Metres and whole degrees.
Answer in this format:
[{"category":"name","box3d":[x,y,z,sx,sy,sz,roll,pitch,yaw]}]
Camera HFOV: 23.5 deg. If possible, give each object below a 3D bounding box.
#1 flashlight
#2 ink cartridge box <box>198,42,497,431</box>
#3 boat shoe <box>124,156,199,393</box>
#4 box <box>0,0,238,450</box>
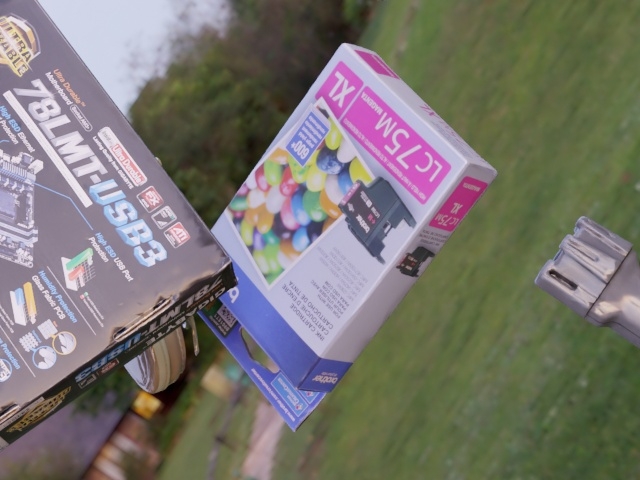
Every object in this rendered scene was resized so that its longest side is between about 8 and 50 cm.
[{"category":"flashlight","box3d":[0.359,0.086,1.465,0.103,0.304,0.103,-55,-10,4]},{"category":"ink cartridge box","box3d":[0.000,0.000,1.392,0.065,0.186,0.311,9,-58,-52]},{"category":"boat shoe","box3d":[-0.166,0.018,1.479,0.104,0.089,0.285,111,147,-48]},{"category":"box","box3d":[-0.265,-0.005,1.167,0.293,0.295,0.073,-35,-14,-12]}]
